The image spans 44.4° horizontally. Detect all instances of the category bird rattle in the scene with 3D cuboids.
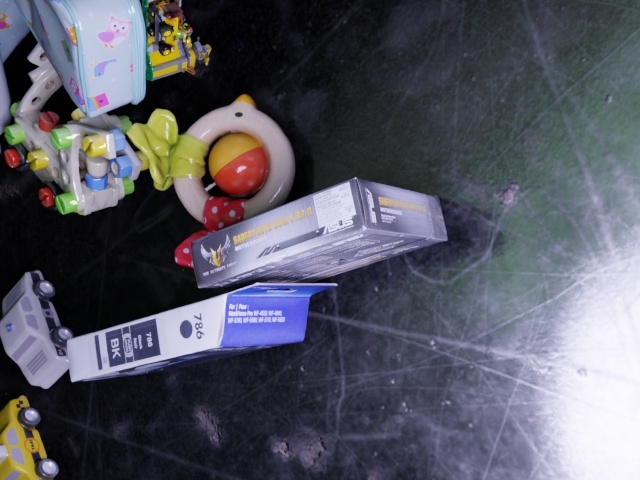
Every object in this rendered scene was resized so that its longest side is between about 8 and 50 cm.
[{"bbox_3d":[-0.129,-0.076,1.019,0.207,0.143,0.254,-36,69,10],"label":"bird rattle"}]

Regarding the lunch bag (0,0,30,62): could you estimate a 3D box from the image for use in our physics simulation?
[{"bbox_3d":[-0.569,-0.461,1.335,0.223,0.160,0.262,-32,58,32],"label":"lunch bag"}]

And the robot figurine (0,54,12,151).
[{"bbox_3d":[-0.587,-0.269,1.184,0.300,0.199,0.354,33,138,28],"label":"robot figurine"}]

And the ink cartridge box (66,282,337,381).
[{"bbox_3d":[-0.149,0.119,0.988,0.332,0.165,0.065,-19,76,34],"label":"ink cartridge box"}]

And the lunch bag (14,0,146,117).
[{"bbox_3d":[-0.327,-0.315,1.038,0.279,0.107,0.224,56,157,22],"label":"lunch bag"}]

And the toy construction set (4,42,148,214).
[{"bbox_3d":[-0.384,-0.167,1.183,0.328,0.151,0.215,56,141,33],"label":"toy construction set"}]

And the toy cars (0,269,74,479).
[{"bbox_3d":[-0.484,0.244,1.253,0.176,0.087,0.394,3,86,36],"label":"toy cars"}]

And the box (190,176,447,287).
[{"bbox_3d":[0.000,0.000,0.882,0.231,0.183,0.056,-19,77,33],"label":"box"}]

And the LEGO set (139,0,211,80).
[{"bbox_3d":[-0.198,-0.398,1.065,0.331,0.192,0.255,55,155,25],"label":"LEGO set"}]
